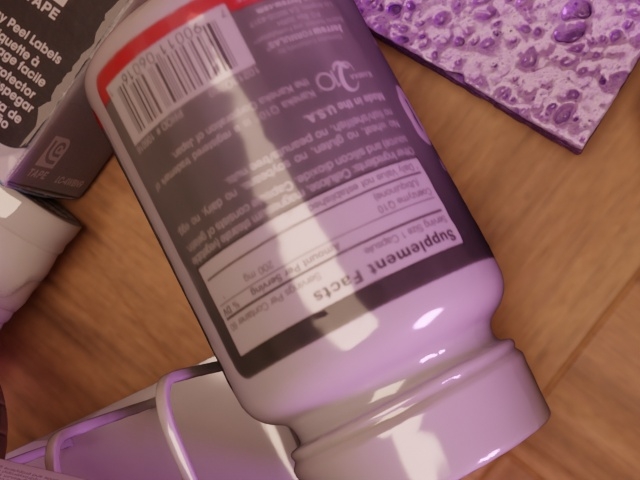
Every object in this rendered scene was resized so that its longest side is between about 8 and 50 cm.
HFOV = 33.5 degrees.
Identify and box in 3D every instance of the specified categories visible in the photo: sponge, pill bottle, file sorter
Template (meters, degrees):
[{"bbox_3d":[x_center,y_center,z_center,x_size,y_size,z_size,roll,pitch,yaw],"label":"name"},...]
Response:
[{"bbox_3d":[0.096,-0.154,0.639,0.210,0.031,0.117,32,95,12],"label":"sponge"},{"bbox_3d":[0.000,0.000,0.588,0.161,0.161,0.283,-29,82,10],"label":"pill bottle"},{"bbox_3d":[-0.141,0.204,0.605,0.278,0.173,0.192,-26,83,10],"label":"file sorter"}]

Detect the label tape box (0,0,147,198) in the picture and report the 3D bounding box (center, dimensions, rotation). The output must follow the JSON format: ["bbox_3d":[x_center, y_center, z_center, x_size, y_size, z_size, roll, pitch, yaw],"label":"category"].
[{"bbox_3d":[-0.166,-0.237,0.662,0.249,0.115,0.347,37,97,12],"label":"label tape box"}]

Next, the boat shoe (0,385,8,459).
[{"bbox_3d":[-0.230,0.072,0.570,0.073,0.080,0.223,-50,49,21],"label":"boat shoe"}]

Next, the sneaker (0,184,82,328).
[{"bbox_3d":[-0.319,-0.022,0.690,0.292,0.108,0.169,34,92,11],"label":"sneaker"}]

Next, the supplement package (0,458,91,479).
[{"bbox_3d":[-0.155,0.210,0.426,0.262,0.145,0.204,14,106,0],"label":"supplement package"}]
